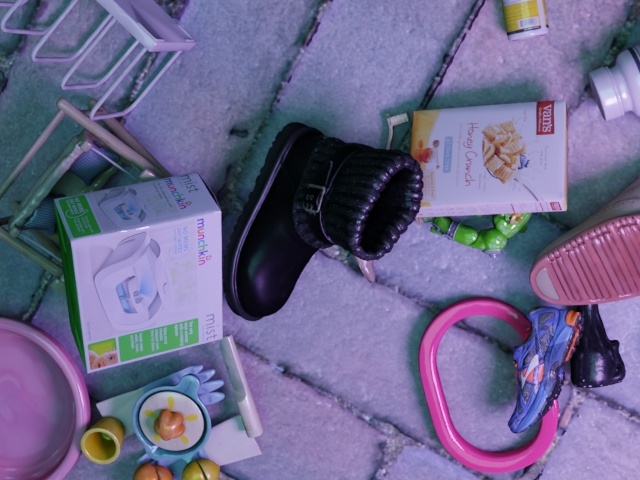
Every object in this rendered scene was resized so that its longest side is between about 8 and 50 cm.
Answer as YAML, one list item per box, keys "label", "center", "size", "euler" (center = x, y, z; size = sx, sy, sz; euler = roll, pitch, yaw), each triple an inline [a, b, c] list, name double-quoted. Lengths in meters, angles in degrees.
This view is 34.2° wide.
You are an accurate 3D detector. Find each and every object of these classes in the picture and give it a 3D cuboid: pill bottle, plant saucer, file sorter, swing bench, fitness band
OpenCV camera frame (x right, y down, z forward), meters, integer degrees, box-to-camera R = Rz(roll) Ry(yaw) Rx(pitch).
- label: "pill bottle"
  center: [0.504, -0.247, 1.566]
  size: [0.180, 0.108, 0.108]
  euler: [-20, 94, 12]
- label: "plant saucer"
  center: [-0.555, 0.289, 1.822]
  size: [0.332, 0.084, 0.332]
  euler: [1, 98, 10]
- label: "pill bottle"
  center: [0.312, -0.370, 1.600]
  size: [0.065, 0.065, 0.116]
  euler: [-8, 97, 10]
- label: "file sorter"
  center: [-0.377, -0.349, 1.651]
  size: [0.278, 0.193, 0.173]
  euler: [45, 105, 1]
- label: "swing bench"
  center: [-0.376, -0.058, 1.704]
  size: [0.255, 0.165, 0.253]
  euler: [40, 101, 1]
- label: "fitness band"
  center: [0.274, 0.236, 1.703]
  size: [0.209, 0.054, 0.290]
  euler: [-14, 95, 13]

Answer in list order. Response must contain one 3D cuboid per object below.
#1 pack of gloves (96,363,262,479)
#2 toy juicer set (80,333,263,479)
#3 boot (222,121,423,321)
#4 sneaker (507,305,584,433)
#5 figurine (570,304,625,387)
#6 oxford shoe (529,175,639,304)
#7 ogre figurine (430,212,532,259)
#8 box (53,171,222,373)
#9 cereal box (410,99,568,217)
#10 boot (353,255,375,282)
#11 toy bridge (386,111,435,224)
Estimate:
- label: "pack of gloves"
  center: [-0.241, 0.318, 1.808]
  size: [0.232, 0.046, 0.195]
  euler: [-23, 105, 14]
- label: "toy juicer set"
  center: [-0.223, 0.327, 1.737]
  size: [0.329, 0.089, 0.209]
  euler: [-34, 101, 16]
- label: "boot"
  center: [-0.002, -0.001, 1.607]
  size: [0.260, 0.131, 0.348]
  euler: [26, 103, 40]
- label: "sneaker"
  center: [0.337, 0.199, 1.624]
  size: [0.087, 0.083, 0.221]
  euler: [25, 104, 27]
- label: "figurine"
  center: [0.494, 0.116, 1.634]
  size: [0.215, 0.092, 0.209]
  euler: [-6, 93, 9]
- label: "oxford shoe"
  center: [0.498, -0.026, 1.587]
  size: [0.397, 0.146, 0.140]
  euler: [-24, 119, 7]
- label: "ogre figurine"
  center: [0.278, -0.060, 1.639]
  size: [0.118, 0.097, 0.197]
  euler: [42, 74, 15]
- label: "box"
  center: [-0.278, 0.048, 1.622]
  size: [0.231, 0.127, 0.262]
  euler: [-12, 129, -20]
- label: "cereal box"
  center: [0.256, -0.125, 1.591]
  size: [0.240, 0.047, 0.173]
  euler: [-3, 65, 20]
- label: "boot"
  center: [0.091, -0.001, 1.701]
  size: [0.087, 0.042, 0.118]
  euler: [-28, 93, 9]
- label: "toy bridge"
  center: [0.135, -0.115, 1.684]
  size: [0.063, 0.026, 0.188]
  euler: [-16, 95, 12]
